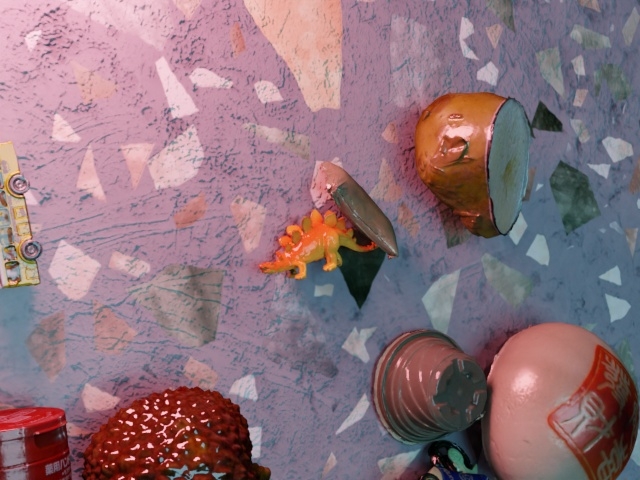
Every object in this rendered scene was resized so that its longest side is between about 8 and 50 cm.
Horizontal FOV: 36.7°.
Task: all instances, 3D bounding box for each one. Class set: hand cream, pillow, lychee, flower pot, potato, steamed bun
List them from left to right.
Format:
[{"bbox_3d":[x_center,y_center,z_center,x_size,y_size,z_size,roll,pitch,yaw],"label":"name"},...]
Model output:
[{"bbox_3d":[-0.469,0.325,1.434,0.193,0.193,0.125,-6,93,-30],"label":"hand cream"},{"bbox_3d":[-0.223,0.364,1.529,0.304,0.276,0.275,5,86,-21],"label":"lychee"},{"bbox_3d":[0.075,-0.059,1.820,0.053,0.119,0.208,-35,114,18],"label":"pillow"},{"bbox_3d":[0.231,0.290,1.875,0.235,0.140,0.235,0,90,-31],"label":"flower pot"},{"bbox_3d":[0.292,-0.160,1.912,0.246,0.196,0.299,-56,142,-34],"label":"potato"},{"bbox_3d":[0.501,0.355,1.936,0.374,0.241,0.374,-5,97,-44],"label":"steamed bun"}]

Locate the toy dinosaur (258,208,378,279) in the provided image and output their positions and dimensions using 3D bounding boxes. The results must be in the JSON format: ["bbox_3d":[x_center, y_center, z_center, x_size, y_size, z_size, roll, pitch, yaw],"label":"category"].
[{"bbox_3d":[0.000,0.000,1.794,0.288,0.070,0.117,-17,97,-34],"label":"toy dinosaur"}]

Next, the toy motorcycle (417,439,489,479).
[{"bbox_3d":[0.249,0.513,1.817,0.196,0.125,0.331,38,31,4],"label":"toy motorcycle"}]

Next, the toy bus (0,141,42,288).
[{"bbox_3d":[-0.486,-0.037,1.499,0.074,0.081,0.226,-11,94,-29],"label":"toy bus"}]
